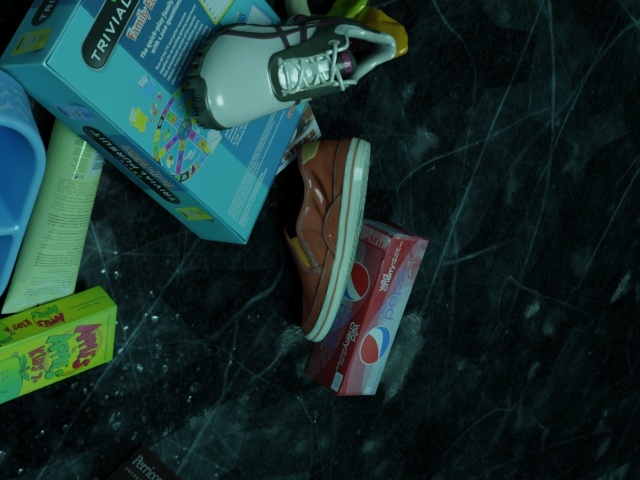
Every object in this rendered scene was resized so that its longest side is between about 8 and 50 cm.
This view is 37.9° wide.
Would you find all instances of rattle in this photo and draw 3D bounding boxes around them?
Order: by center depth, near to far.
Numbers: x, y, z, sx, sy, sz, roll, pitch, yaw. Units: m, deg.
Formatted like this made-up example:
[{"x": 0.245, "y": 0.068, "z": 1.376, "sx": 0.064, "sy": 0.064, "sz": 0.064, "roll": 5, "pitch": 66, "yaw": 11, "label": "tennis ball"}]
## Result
[{"x": 0.024, "y": -0.328, "z": 1.136, "sx": 0.130, "sy": 0.143, "sz": 0.199, "roll": -18, "pitch": 130, "yaw": -15, "label": "rattle"}]

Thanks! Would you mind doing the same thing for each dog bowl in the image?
[{"x": -0.359, "y": -0.026, "z": 0.891, "sx": 0.166, "sy": 0.074, "sz": 0.297, "roll": -6, "pitch": 132, "yaw": -46, "label": "dog bowl"}]

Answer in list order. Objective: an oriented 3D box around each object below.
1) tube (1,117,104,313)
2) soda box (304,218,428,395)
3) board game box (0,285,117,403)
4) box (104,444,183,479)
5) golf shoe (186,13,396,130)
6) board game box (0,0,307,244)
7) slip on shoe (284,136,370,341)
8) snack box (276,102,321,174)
[{"x": -0.291, "y": -0.028, "z": 1.040, "sx": 0.070, "sy": 0.062, "sz": 0.240, "roll": 14, "pitch": 106, "yaw": -11, "label": "tube"}, {"x": 0.070, "y": 0.103, "z": 1.430, "sx": 0.092, "sy": 0.083, "sz": 0.263, "roll": 7, "pitch": 105, "yaw": -45, "label": "soda box"}, {"x": -0.326, "y": 0.124, "z": 1.071, "sx": 0.181, "sy": 0.043, "sz": 0.092, "roll": -20, "pitch": 139, "yaw": -36, "label": "board game box"}, {"x": -0.234, "y": 0.422, "z": 1.232, "sx": 0.203, "sy": 0.168, "sz": 0.167, "roll": -42, "pitch": 133, "yaw": -21, "label": "box"}, {"x": -0.031, "y": -0.196, "z": 1.023, "sx": 0.273, "sy": 0.120, "sz": 0.105, "roll": -35, "pitch": 123, "yaw": -44, "label": "golf shoe"}, {"x": -0.154, "y": -0.189, "z": 1.024, "sx": 0.336, "sy": 0.079, "sz": 0.253, "roll": 45, "pitch": 59, "yaw": -46, "label": "board game box"}, {"x": 0.000, "y": 0.000, "z": 1.309, "sx": 0.123, "sy": 0.101, "sz": 0.331, "roll": -70, "pitch": 170, "yaw": -54, "label": "slip on shoe"}, {"x": -0.074, "y": -0.112, "z": 1.228, "sx": 0.178, "sy": 0.022, "sz": 0.064, "roll": -43, "pitch": 135, "yaw": -21, "label": "snack box"}]
